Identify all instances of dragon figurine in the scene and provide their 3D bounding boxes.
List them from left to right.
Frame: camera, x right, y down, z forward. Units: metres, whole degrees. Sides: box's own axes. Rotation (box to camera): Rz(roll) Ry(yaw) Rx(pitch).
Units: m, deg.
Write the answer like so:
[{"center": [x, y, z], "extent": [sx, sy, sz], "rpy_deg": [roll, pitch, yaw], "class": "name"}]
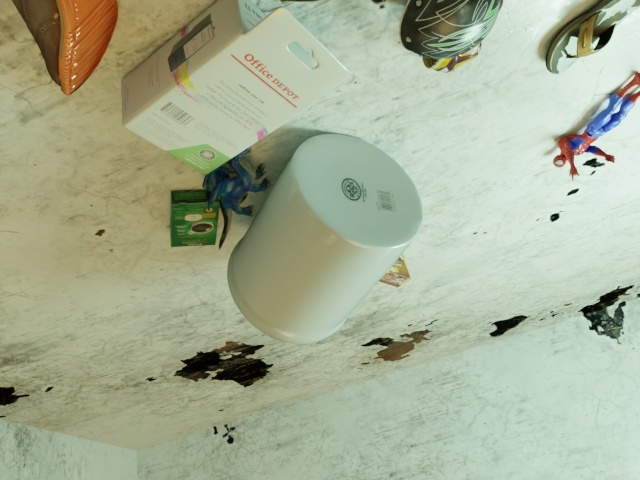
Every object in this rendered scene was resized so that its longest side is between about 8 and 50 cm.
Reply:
[{"center": [-0.205, -0.111, 1.326], "extent": [0.144, 0.085, 0.289], "rpy_deg": [12, 131, -35], "class": "dragon figurine"}]

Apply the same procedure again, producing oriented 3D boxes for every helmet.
[{"center": [0.200, -0.373, 0.981], "extent": [0.169, 0.161, 0.169], "rpy_deg": [-9, 149, -5], "class": "helmet"}]

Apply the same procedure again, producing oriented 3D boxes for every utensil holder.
[{"center": [0.000, 0.000, 1.377], "extent": [0.328, 0.327, 0.385], "rpy_deg": [5, 143, -26], "class": "utensil holder"}]

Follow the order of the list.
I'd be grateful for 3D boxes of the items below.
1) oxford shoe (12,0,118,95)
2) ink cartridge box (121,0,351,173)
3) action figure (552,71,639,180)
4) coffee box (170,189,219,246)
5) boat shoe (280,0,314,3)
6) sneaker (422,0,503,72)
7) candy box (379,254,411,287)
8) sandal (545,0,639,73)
[{"center": [-0.383, -0.356, 0.890], "extent": [0.133, 0.130, 0.363], "rpy_deg": [30, 147, -3], "class": "oxford shoe"}, {"center": [-0.148, -0.279, 1.058], "extent": [0.353, 0.119, 0.207], "rpy_deg": [-27, 145, 26], "class": "ink cartridge box"}, {"center": [0.648, -0.232, 1.401], "extent": [0.091, 0.139, 0.280], "rpy_deg": [9, 146, -28], "class": "action figure"}, {"center": [-0.300, -0.050, 1.457], "extent": [0.113, 0.040, 0.184], "rpy_deg": [-4, 148, -15], "class": "coffee box"}, {"center": [-0.053, -0.373, 0.844], "extent": [0.095, 0.257, 0.095], "rpy_deg": [-54, 142, 4], "class": "boat shoe"}, {"center": [0.267, -0.376, 1.105], "extent": [0.084, 0.069, 0.185], "rpy_deg": [1, 154, -37], "class": "sneaker"}, {"center": [0.161, 0.021, 1.590], "extent": [0.109, 0.186, 0.053], "rpy_deg": [19, 138, -41], "class": "candy box"}, {"center": [0.522, -0.392, 1.161], "extent": [0.090, 0.060, 0.219], "rpy_deg": [17, 138, -39], "class": "sandal"}]
